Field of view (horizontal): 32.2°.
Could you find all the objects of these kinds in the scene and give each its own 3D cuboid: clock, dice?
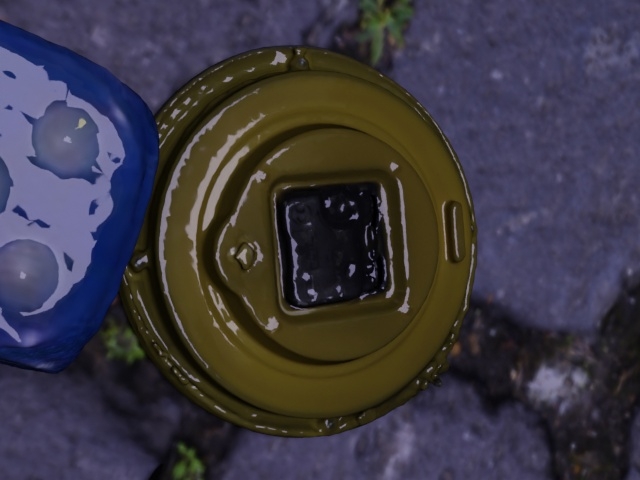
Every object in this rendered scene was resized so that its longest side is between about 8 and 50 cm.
[{"bbox_3d":[0.000,0.000,0.641,0.237,0.057,0.237,1,89,-25],"label":"clock"},{"bbox_3d":[-0.167,-0.022,0.517,0.146,0.146,0.143,19,79,-22],"label":"dice"}]
